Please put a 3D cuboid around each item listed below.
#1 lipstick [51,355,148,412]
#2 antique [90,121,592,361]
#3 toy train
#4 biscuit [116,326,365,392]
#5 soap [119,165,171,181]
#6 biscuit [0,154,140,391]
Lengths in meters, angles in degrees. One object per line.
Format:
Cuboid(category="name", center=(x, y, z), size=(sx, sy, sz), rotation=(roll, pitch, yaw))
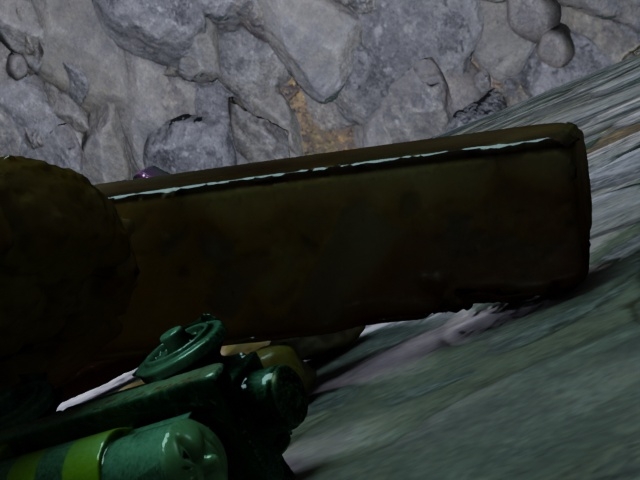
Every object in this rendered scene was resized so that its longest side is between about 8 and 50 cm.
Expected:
Cuboid(category="lipstick", center=(-0.188, 0.088, 1.415), size=(0.418, 0.077, 0.077), rotation=(-24, 4, -15))
Cuboid(category="antique", center=(0.000, 0.000, 0.961), size=(0.310, 0.093, 0.087), rotation=(-8, 8, 15))
Cuboid(category="toy train", center=(-0.104, 0.107, 0.774), size=(0.200, 0.083, 0.132), rotation=(-21, 16, 30))
Cuboid(category="biscuit", center=(-0.036, 0.076, 1.006), size=(0.174, 0.039, 0.183), rotation=(-23, 4, -18))
Cuboid(category="soap", center=(-0.118, 0.015, 1.369), size=(0.122, 0.065, 0.203), rotation=(-30, 37, -29))
Cuboid(category="biscuit", center=(-0.216, 0.052, 0.824), size=(0.296, 0.075, 0.296), rotation=(-23, -17, -8))
